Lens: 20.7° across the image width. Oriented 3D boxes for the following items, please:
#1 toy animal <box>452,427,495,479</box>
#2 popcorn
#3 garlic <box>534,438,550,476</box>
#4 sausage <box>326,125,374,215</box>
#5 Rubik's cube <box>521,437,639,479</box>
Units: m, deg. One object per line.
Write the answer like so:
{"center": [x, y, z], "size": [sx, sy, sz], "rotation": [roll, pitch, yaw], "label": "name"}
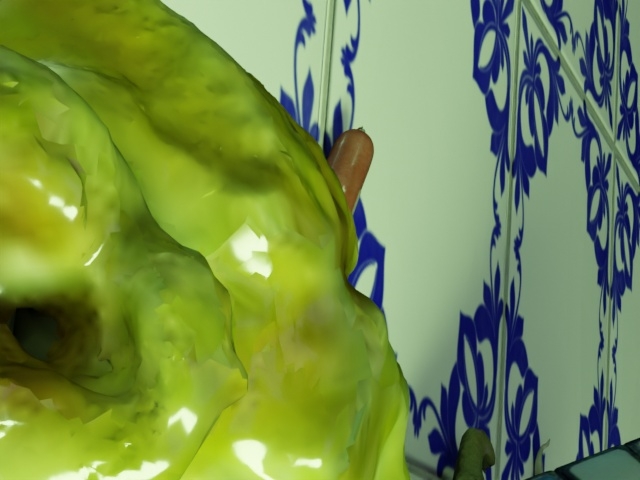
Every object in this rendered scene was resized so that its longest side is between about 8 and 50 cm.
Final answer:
{"center": [0.140, 0.271, 1.402], "size": [0.101, 0.103, 0.218], "rotation": [-29, 120, -46], "label": "toy animal"}
{"center": [-0.101, 0.037, 0.529], "size": [0.276, 0.225, 0.276], "rotation": [-4, 90, -73], "label": "popcorn"}
{"center": [0.233, 0.331, 1.654], "size": [0.266, 0.128, 0.148], "rotation": [-83, 173, -51], "label": "garlic"}
{"center": [0.000, 0.000, 1.092], "size": [0.223, 0.029, 0.029], "rotation": [-70, 151, -44], "label": "sausage"}
{"center": [0.201, 0.328, 1.097], "size": [0.293, 0.287, 0.292], "rotation": [-140, -144, -60], "label": "Rubik's cube"}
